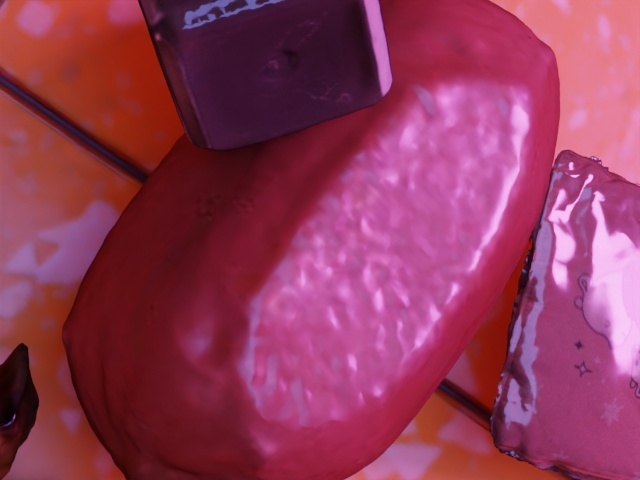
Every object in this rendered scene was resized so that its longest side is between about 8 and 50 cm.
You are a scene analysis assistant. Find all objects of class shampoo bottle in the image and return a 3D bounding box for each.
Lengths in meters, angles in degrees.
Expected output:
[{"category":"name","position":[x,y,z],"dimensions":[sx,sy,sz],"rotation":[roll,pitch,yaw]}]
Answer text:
[{"category":"shampoo bottle","position":[-0.047,-0.152,0.657],"dimensions":[0.079,0.080,0.246],"rotation":[-18,57,-3]}]

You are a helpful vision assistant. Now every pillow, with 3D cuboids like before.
[{"category":"pillow","position":[0.179,0.053,0.780],"dimensions":[0.248,0.049,0.135],"rotation":[15,82,-28]}]

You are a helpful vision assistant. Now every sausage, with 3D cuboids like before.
[{"category":"sausage","position":[0.000,0.000,0.682],"dimensions":[0.148,0.148,0.254],"rotation":[38,76,-13]}]

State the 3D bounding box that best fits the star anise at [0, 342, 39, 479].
[{"category":"star anise","position":[-0.142,0.113,0.632],"dimensions":[0.057,0.168,0.168],"rotation":[7,81,20]}]
